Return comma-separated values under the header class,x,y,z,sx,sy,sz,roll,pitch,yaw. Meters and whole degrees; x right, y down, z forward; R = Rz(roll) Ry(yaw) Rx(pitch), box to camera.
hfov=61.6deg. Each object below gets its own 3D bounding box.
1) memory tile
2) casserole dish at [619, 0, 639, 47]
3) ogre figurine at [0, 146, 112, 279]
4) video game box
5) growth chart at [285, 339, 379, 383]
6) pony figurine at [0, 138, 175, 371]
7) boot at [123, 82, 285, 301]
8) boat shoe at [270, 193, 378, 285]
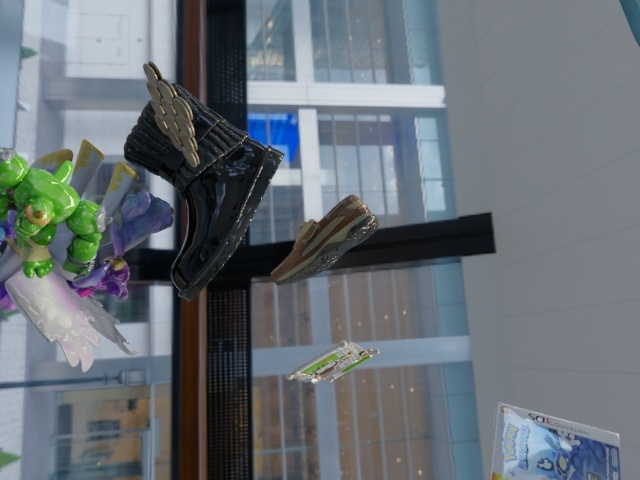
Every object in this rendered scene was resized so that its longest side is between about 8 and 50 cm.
class,x,y,z,sx,sy,sz,roll,pitch,yaw
memory tile,-0.219,-0.183,0.795,0.113,0.012,0.148,47,-23,15
casserole dish,0.606,-0.428,0.959,0.037,0.114,0.188,-98,162,-84
ogre figurine,-0.328,-0.035,0.605,0.197,0.118,0.096,49,29,-15
video game box,0.349,0.366,0.810,0.048,0.187,0.205,84,22,-47
growth chart,0.028,0.282,1.226,0.021,0.172,0.237,60,12,27
pony figurine,-0.432,0.032,0.930,0.363,0.351,0.303,-51,175,-13
boot,-0.247,-0.090,0.968,0.347,0.260,0.131,-65,-169,-23
boat shoe,0.000,0.000,1.413,0.119,0.324,0.123,60,18,18
